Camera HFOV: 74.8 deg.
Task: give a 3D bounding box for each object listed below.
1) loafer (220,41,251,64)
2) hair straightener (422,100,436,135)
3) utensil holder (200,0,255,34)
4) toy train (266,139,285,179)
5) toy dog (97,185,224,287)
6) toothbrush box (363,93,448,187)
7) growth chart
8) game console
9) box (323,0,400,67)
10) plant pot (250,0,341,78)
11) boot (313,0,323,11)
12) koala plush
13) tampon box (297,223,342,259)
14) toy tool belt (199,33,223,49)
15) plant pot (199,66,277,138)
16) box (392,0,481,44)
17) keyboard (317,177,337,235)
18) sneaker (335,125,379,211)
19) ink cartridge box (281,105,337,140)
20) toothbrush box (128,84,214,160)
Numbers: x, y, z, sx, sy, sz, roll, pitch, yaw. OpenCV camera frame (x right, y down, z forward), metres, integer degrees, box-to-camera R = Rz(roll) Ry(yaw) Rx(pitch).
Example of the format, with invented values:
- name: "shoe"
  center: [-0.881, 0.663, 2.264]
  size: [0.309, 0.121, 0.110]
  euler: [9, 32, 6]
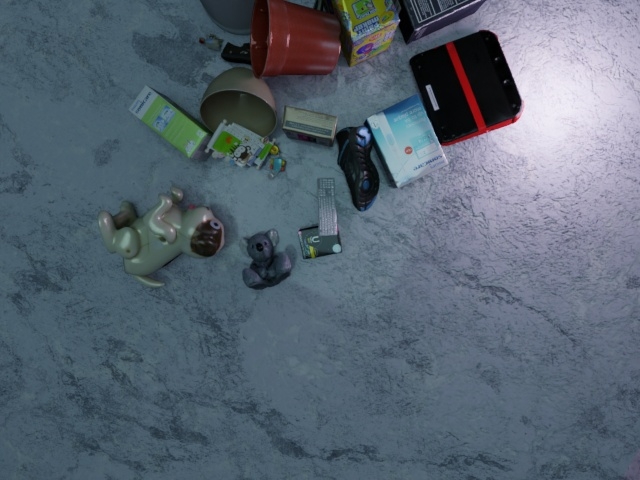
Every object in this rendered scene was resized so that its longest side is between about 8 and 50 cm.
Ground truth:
- name: "loafer"
  center: [-0.277, -0.731, 1.629]
  size: [0.220, 0.080, 0.078]
  euler: [10, 98, 0]
- name: "hair straightener"
  center: [0.448, -0.490, 1.658]
  size: [0.089, 0.047, 0.230]
  euler: [-7, 97, 2]
- name: "utensil holder"
  center: [-0.314, -0.951, 1.451]
  size: [0.327, 0.385, 0.327]
  euler: [0, 97, 2]
- name: "toy train"
  center: [-0.212, -0.337, 1.697]
  size: [0.125, 0.046, 0.166]
  euler: [-29, 100, 18]
- name: "toy dog"
  center: [-0.581, -0.011, 1.629]
  size: [0.408, 0.284, 0.395]
  euler: [-9, 97, 0]
- name: "toothbrush box"
  center: [0.329, -0.380, 1.637]
  size: [0.216, 0.126, 0.295]
  euler: [-25, 97, 4]
- name: "growth chart"
  center: [-0.310, -0.362, 1.619]
  size: [0.237, 0.021, 0.172]
  euler: [17, 117, -29]
- name: "game console"
  center: [0.561, -0.588, 1.606]
  size: [0.342, 0.060, 0.386]
  euler: [-19, 82, 7]
- name: "box"
  center: [0.134, -0.828, 1.503]
  size: [0.177, 0.290, 0.279]
  euler: [-24, 95, 4]
- name: "plant pot"
  center: [-0.086, -0.695, 1.454]
  size: [0.265, 0.272, 0.272]
  euler: [-4, 98, -22]
- name: "boot"
  center: [-0.097, -0.819, 1.599]
  size: [0.178, 0.085, 0.236]
  euler: [20, 113, 0]
- name: "koala plush"
  center: [-0.234, 0.071, 1.699]
  size: [0.196, 0.203, 0.221]
  euler: [-22, 75, -5]
- name: "tampon box"
  center: [0.000, 0.000, 1.702]
  size: [0.161, 0.101, 0.120]
  euler: [-11, 97, 3]
- name: "toy tool belt"
  center: [-0.429, -0.787, 1.648]
  size: [0.083, 0.052, 0.051]
  euler: [18, 66, -4]
- name: "plant pot"
  center: [-0.301, -0.536, 1.584]
  size: [0.284, 0.284, 0.191]
  euler: [0, 65, 1]
- name: "box"
  center: [0.409, -0.941, 1.536]
  size: [0.294, 0.183, 0.296]
  euler: [-23, 98, 5]
- name: "keyboard"
  center: [0.025, -0.138, 1.670]
  size: [0.072, 0.014, 0.256]
  euler: [-4, 68, 5]
- name: "sneaker"
  center: [0.145, -0.284, 1.668]
  size: [0.125, 0.139, 0.341]
  euler: [-23, 116, -36]
- name: "ink cartridge box"
  center: [-0.037, -0.426, 1.583]
  size: [0.193, 0.234, 0.088]
  euler: [11, 96, 1]
- name: "toothbrush box"
  center: [-0.549, -0.441, 1.609]
  size: [0.283, 0.206, 0.122]
  euler: [37, 97, -3]
